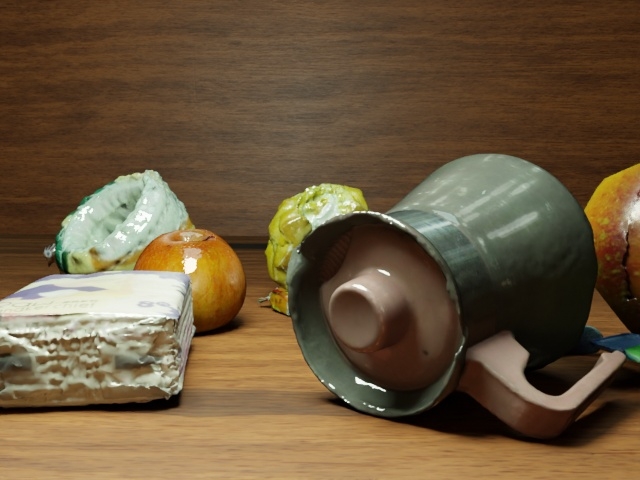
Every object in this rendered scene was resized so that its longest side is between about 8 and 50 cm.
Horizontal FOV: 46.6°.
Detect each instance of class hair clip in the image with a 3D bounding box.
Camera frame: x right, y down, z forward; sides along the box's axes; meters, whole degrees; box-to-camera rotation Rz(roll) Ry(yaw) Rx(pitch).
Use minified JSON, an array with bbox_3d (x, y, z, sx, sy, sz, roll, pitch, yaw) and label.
[{"bbox_3d":[0.291,0.155,1.135,0.275,0.048,0.083,-2,9,-15],"label":"hair clip"}]

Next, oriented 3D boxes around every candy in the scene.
[{"bbox_3d":[-0.069,0.122,1.489,0.053,0.047,0.182,-5,9,-33],"label":"candy"}]

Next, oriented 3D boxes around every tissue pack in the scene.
[{"bbox_3d":[-0.297,0.118,0.996,0.242,0.126,0.343,0,5,-7],"label":"tissue pack"}]

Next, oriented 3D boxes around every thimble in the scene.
[{"bbox_3d":[-0.413,-0.010,1.587,0.254,0.167,0.288,21,63,46],"label":"thimble"}]

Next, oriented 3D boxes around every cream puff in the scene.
[{"bbox_3d":[0.000,-0.002,1.686,0.281,0.282,0.185,0,12,-12],"label":"cream puff"}]

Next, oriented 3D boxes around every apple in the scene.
[{"bbox_3d":[-0.234,0.069,1.329,0.210,0.173,0.235,-2,6,-26],"label":"apple"},{"bbox_3d":[0.576,0.005,1.129,0.383,0.375,0.374,7,5,6],"label":"apple"}]

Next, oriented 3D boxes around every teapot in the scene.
[{"bbox_3d":[0.179,0.076,0.917,0.376,0.306,0.361,38,35,30],"label":"teapot"}]

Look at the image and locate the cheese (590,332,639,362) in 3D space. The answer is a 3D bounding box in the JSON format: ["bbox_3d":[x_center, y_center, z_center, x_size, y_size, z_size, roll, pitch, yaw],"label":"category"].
[{"bbox_3d":[0.479,0.157,0.885,0.203,0.083,0.320,-5,9,-32],"label":"cheese"}]

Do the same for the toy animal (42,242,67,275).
[{"bbox_3d":[-0.561,0.028,1.799,0.179,0.188,0.089,35,-4,-6],"label":"toy animal"}]
